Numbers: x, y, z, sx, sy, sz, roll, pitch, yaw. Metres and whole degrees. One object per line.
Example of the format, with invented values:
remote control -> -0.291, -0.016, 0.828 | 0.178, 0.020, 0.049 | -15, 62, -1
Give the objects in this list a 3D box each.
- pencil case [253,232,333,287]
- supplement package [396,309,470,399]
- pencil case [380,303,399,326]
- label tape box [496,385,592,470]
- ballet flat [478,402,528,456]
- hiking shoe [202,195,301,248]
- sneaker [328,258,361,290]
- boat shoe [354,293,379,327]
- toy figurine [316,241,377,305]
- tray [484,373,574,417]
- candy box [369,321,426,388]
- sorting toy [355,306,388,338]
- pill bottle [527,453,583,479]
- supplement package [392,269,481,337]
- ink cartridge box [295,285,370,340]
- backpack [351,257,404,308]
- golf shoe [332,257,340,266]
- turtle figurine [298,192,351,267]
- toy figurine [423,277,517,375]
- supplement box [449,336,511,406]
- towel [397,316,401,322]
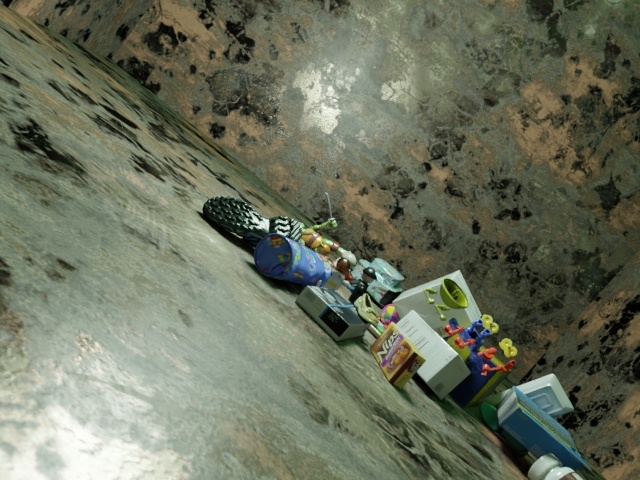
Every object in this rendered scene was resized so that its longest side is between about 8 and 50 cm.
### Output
pencil case -> -0.072, 0.072, 1.451 | 0.133, 0.119, 0.306 | 63, 15, 23
supplement package -> 0.349, 0.372, 1.628 | 0.139, 0.134, 0.244 | 51, -3, -38
pencil case -> 0.356, 0.351, 2.116 | 0.236, 0.104, 0.104 | 33, 9, -41
label tape box -> 0.697, 0.621, 1.583 | 0.240, 0.106, 0.333 | 40, 9, 16
ballet flat -> 0.635, 0.665, 1.728 | 0.213, 0.072, 0.068 | 46, -19, 43
hiking shoe -> -0.215, -0.029, 1.487 | 0.303, 0.132, 0.113 | 21, 48, -15
sneaker -> 0.102, 0.142, 2.197 | 0.188, 0.078, 0.067 | 38, 7, 7
boat shoe -> 0.145, 0.209, 1.493 | 0.056, 0.048, 0.153 | 38, 7, -18
toy figurine -> 0.072, 0.112, 1.771 | 0.209, 0.148, 0.213 | 28, 7, -37
tray -> 0.740, 0.591, 1.766 | 0.145, 0.270, 0.030 | 63, 24, 7
candy box -> 0.215, 0.322, 1.403 | 0.053, 0.109, 0.187 | 38, 5, -17
sorting toy -> 0.202, 0.304, 1.796 | 0.193, 0.038, 0.208 | 43, 7, 32
pill bottle -> 0.696, 0.715, 1.371 | 0.121, 0.121, 0.221 | 35, 7, -39
supplement package -> 0.459, 0.269, 1.947 | 0.145, 0.261, 0.204 | -24, 87, -58
ink cartridge box -> 0.055, 0.213, 1.462 | 0.165, 0.065, 0.332 | 41, 5, 18
backpack -> 0.277, 0.192, 2.440 | 0.253, 0.191, 0.225 | 35, 10, 20
golf shoe -> 0.092, 0.111, 2.345 | 0.067, 0.086, 0.186 | 41, 7, -2
turtle figurine -> 0.000, 0.000, 2.101 | 0.266, 0.275, 0.198 | 43, 40, 1
toy figurine -> 0.459, 0.336, 1.684 | 0.191, 0.217, 0.363 | -16, 57, -32
supplement box -> 0.569, 0.495, 1.889 | 0.195, 0.194, 0.356 | 43, 7, 31
towel -> 0.364, 0.361, 2.016 | 0.152, 0.023, 0.113 | 60, 31, -6
